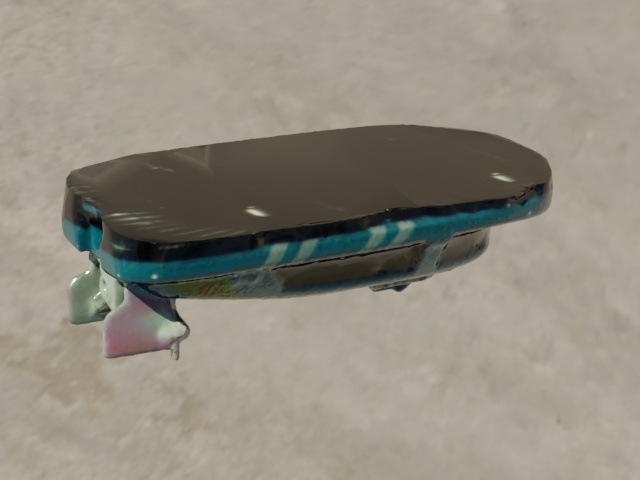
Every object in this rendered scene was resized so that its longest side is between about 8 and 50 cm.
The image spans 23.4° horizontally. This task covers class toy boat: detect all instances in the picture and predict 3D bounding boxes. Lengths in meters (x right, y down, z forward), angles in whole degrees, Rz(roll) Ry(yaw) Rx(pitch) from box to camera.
[{"bbox_3d":[0.000,0.000,0.910,0.299,0.134,0.092,-8,113,-27],"label":"toy boat"}]
